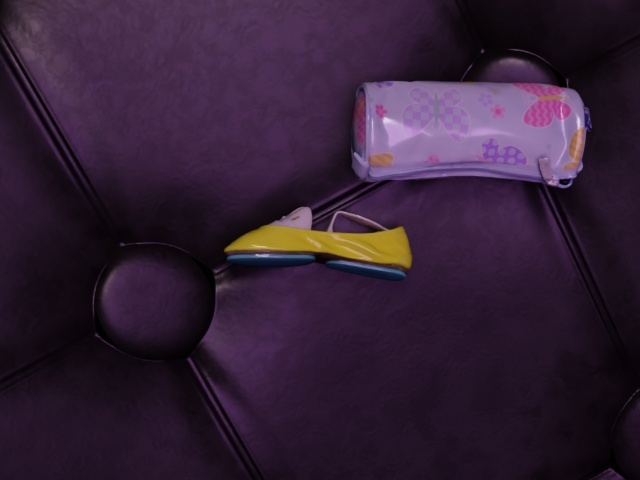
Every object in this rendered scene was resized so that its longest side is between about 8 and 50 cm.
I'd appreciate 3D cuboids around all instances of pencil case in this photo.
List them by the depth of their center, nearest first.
[{"bbox_3d":[0.169,-0.122,0.997,0.273,0.113,0.124,2,77,-7],"label":"pencil case"}]

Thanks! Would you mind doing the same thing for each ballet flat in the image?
[{"bbox_3d":[0.000,0.000,1.024,0.230,0.077,0.077,6,78,-12],"label":"ballet flat"}]
